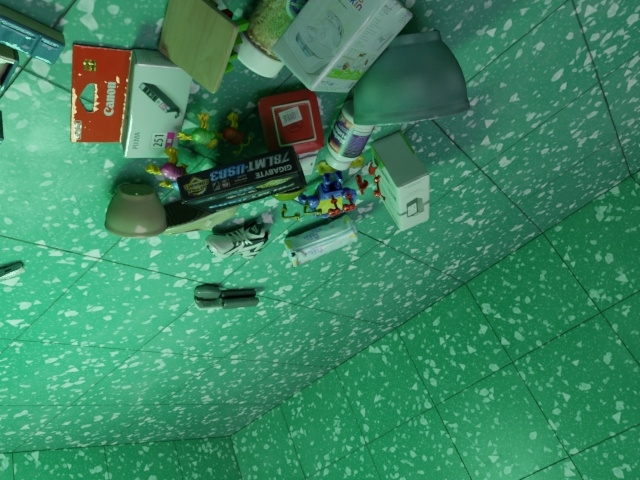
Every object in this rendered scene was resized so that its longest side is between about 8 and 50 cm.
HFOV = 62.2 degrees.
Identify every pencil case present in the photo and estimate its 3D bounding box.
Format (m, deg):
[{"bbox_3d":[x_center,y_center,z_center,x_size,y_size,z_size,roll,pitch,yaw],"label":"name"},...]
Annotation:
[{"bbox_3d":[0.000,0.000,1.934,0.273,0.114,0.124,-22,172,-7],"label":"pencil case"}]

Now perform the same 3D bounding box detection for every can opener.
[{"bbox_3d":[-0.362,0.225,2.066,0.280,0.074,0.093,4,139,-40],"label":"can opener"}]

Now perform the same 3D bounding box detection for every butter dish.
[{"bbox_3d":[-0.086,-0.307,1.398,0.160,0.118,0.160,-16,107,-16],"label":"butter dish"}]

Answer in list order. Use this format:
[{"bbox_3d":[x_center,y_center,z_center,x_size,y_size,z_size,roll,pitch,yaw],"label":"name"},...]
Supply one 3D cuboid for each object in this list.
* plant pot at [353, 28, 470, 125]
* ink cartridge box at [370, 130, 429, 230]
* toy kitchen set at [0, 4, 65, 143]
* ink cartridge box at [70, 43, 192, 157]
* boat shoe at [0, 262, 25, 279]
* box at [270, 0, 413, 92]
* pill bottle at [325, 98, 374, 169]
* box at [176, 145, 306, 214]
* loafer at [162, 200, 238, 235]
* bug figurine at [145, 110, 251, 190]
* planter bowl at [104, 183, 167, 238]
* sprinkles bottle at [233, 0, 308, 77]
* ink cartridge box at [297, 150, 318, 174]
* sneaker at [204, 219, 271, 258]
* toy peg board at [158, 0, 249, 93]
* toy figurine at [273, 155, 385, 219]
[{"bbox_3d":[0.214,-0.408,1.313,0.292,0.293,0.196,-15,109,-16],"label":"plant pot"},{"bbox_3d":[0.264,-0.189,1.746,0.114,0.198,0.273,-25,150,-2],"label":"ink cartridge box"},{"bbox_3d":[-0.582,-0.292,1.002,0.207,0.166,0.122,-41,146,27],"label":"toy kitchen set"},{"bbox_3d":[-0.431,-0.303,1.203,0.238,0.060,0.275,-7,145,-31],"label":"ink cartridge box"},{"bbox_3d":[-0.898,0.097,1.518,0.100,0.035,0.035,-24,148,-15],"label":"boat shoe"},{"bbox_3d":[0.057,-0.436,1.111,0.231,0.127,0.262,-46,176,25],"label":"box"},{"bbox_3d":[0.082,-0.299,1.531,0.108,0.108,0.194,-7,145,-28],"label":"pill bottle"},{"bbox_3d":[-0.190,-0.150,1.386,0.295,0.074,0.293,-16,176,1],"label":"box"},{"bbox_3d":[-0.362,-0.068,1.578,0.268,0.102,0.092,-18,143,-13],"label":"loafer"},{"bbox_3d":[-0.309,-0.210,1.343,0.279,0.072,0.216,-42,169,12],"label":"bug figurine"},{"bbox_3d":[-0.492,-0.088,1.422,0.162,0.162,0.109,-5,118,-31],"label":"planter bowl"},{"bbox_3d":[-0.047,-0.511,1.094,0.121,0.121,0.355,8,136,-43],"label":"sprinkles bottle"},{"bbox_3d":[-0.069,-0.256,1.533,0.109,0.063,0.150,-11,148,-22],"label":"ink cartridge box"},{"bbox_3d":[-0.257,-0.014,1.749,0.153,0.094,0.235,-42,146,25],"label":"sneaker"},{"bbox_3d":[-0.235,-0.424,1.097,0.079,0.160,0.161,-44,171,-47],"label":"toy peg board"},{"bbox_3d":[0.010,-0.113,1.706,0.362,0.191,0.217,-14,153,-15],"label":"toy figurine"}]
